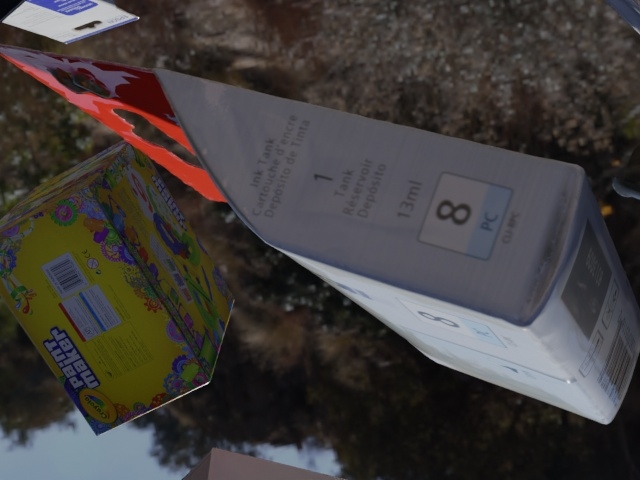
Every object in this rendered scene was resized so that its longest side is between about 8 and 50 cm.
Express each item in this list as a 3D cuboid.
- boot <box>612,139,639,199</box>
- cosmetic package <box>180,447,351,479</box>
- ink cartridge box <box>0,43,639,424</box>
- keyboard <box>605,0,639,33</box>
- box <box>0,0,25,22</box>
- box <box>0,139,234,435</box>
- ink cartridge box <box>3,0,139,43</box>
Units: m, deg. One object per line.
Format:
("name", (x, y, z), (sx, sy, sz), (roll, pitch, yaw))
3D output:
("boot", (0.331, -0.093, 0.798), (0.198, 0.077, 0.137), (-45, -140, -15))
("cosmetic package", (-0.009, 0.262, 0.966), (0.239, 0.060, 0.099), (17, 145, -18))
("ink cartridge box", (0.000, 0.000, 0.677), (0.385, 0.091, 0.308), (15, 170, 26))
("keyboard", (0.100, -0.191, 0.553), (0.014, 0.256, 0.072), (-42, -153, 27))
("box", (-0.370, -0.391, 1.106), (0.322, 0.257, 0.079), (-36, -155, 18))
("box", (-0.271, 0.048, 1.383), (0.177, 0.290, 0.279), (-27, -165, 11))
("ink cartridge box", (-0.414, -0.346, 1.363), (0.165, 0.065, 0.333), (-9, 168, 35))
